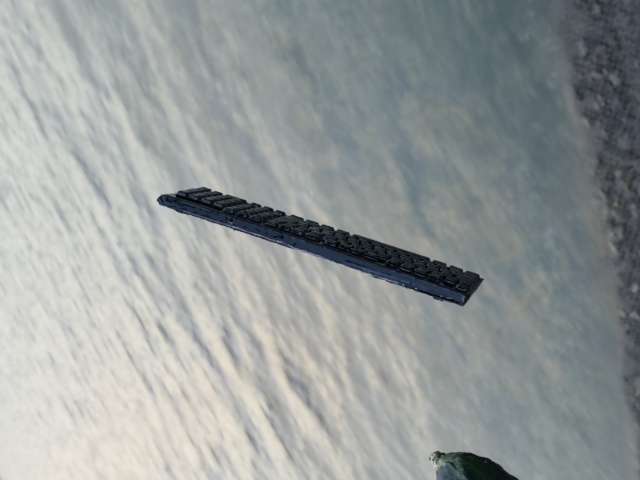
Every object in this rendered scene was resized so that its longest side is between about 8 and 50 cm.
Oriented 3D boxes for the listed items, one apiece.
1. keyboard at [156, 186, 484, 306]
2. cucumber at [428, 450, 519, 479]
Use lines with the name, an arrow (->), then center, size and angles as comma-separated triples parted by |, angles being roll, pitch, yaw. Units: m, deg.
keyboard -> 0.000, 0.000, 0.778 | 0.250, 0.087, 0.017 | 19, 102, 15
cucumber -> 0.160, 0.230, 0.608 | 0.293, 0.067, 0.068 | 52, 157, 39
